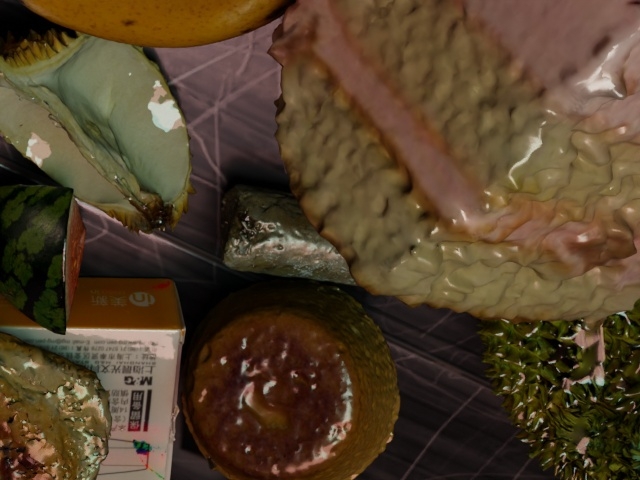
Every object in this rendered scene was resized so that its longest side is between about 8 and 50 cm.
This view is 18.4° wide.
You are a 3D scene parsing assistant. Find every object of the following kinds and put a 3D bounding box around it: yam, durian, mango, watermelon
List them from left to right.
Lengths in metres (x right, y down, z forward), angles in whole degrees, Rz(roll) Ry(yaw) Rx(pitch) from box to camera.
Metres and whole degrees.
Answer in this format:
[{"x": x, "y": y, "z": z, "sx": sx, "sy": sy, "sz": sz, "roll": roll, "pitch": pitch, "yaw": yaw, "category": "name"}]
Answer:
[{"x": -0.231, "y": 0.013, "z": 1.668, "sx": 0.125, "sy": 0.094, "sz": 0.135, "roll": -8, "pitch": 99, "yaw": 35, "category": "watermelon"}, {"x": -0.199, "y": -0.094, "z": 1.592, "sx": 0.144, "sy": 0.139, "sz": 0.252, "roll": -24, "pitch": 129, "yaw": 10, "category": "durian"}, {"x": -0.119, "y": -0.239, "z": 1.511, "sx": 0.290, "sy": 0.160, "sz": 0.191, "roll": -9, "pitch": 130, "yaw": 1, "category": "mango"}, {"x": 0.000, "y": 0.000, "z": 1.720, "sx": 0.179, "sy": 0.078, "sz": 0.078, "roll": 10, "pitch": 119, "yaw": -14, "category": "yam"}, {"x": 0.283, "y": 0.093, "z": 1.754, "sx": 0.291, "sy": 0.224, "sz": 0.291, "roll": 6, "pitch": 106, "yaw": 23, "category": "durian"}]

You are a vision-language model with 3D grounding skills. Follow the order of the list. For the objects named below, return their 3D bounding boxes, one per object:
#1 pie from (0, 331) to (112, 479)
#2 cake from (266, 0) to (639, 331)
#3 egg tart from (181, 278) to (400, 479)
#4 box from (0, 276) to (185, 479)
[{"x": -0.338, "y": 0.175, "z": 1.656, "sx": 0.308, "sy": 0.085, "sz": 0.308, "roll": -2, "pitch": 121, "yaw": -4, "category": "pie"}, {"x": 0.161, "y": -0.127, "z": 1.497, "sx": 0.314, "sy": 0.293, "sz": 0.307, "roll": 3, "pitch": 136, "yaw": -49, "category": "cake"}, {"x": -0.036, "y": 0.133, "z": 1.708, "sx": 0.202, "sy": 0.147, "sz": 0.203, "roll": 0, "pitch": 91, "yaw": 7, "category": "egg tart"}, {"x": -0.262, "y": 0.142, "z": 1.751, "sx": 0.273, "sy": 0.091, "sz": 0.221, "roll": 4, "pitch": 120, "yaw": -12, "category": "box"}]
